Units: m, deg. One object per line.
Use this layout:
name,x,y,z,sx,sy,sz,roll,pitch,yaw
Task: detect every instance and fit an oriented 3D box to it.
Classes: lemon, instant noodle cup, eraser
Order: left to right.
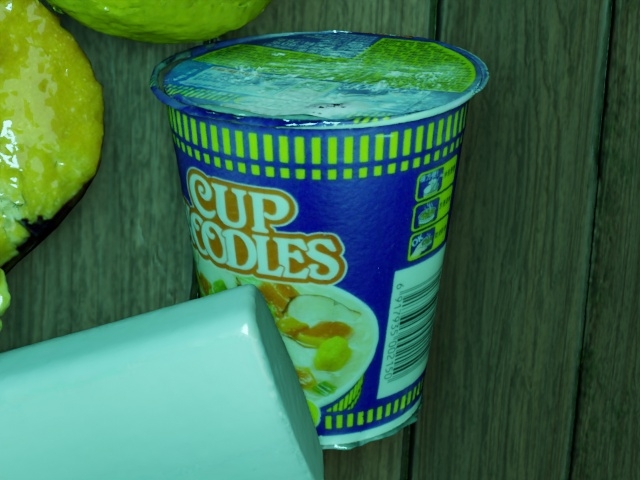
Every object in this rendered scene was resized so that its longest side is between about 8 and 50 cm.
eraser,-0.159,0.156,1.022,0.289,0.104,0.189,-15,114,9
lemon,-0.120,-0.251,0.991,0.260,0.204,0.204,-13,109,-39
instant noodle cup,0.000,0.000,1.123,0.284,0.284,0.313,-16,118,-33

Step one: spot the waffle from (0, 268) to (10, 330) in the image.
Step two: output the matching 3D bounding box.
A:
waffle,-0.343,0.058,0.883,0.249,0.253,0.056,3,61,-38

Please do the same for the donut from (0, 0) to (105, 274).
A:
donut,-0.286,-0.080,0.960,0.253,0.118,0.254,-10,106,-38
